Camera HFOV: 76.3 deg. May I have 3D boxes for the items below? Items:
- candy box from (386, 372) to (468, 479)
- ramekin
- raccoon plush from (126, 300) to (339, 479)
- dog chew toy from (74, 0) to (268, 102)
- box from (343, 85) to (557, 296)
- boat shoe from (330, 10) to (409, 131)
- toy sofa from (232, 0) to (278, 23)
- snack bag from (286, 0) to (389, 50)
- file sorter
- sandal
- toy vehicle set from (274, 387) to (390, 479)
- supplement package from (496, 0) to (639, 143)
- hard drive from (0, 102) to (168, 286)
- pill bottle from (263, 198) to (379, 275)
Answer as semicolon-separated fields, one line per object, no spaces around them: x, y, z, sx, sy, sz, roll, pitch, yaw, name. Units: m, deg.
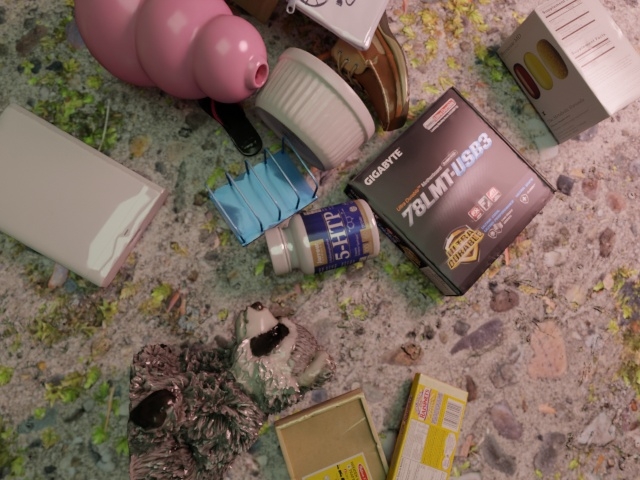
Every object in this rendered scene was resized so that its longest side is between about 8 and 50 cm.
0.190;0.353;0.722;0.105;0.027;0.205;24;72;-8;candy box
-0.018;-0.215;0.711;0.207;0.207;0.109;40;89;0;ramekin
-0.141;0.320;0.672;0.299;0.216;0.446;-1;112;-20;raccoon plush
-0.232;-0.333;0.673;0.332;0.206;0.206;28;80;15;dog chew toy
0.249;-0.095;0.788;0.295;0.073;0.293;-43;89;-11;box
0.081;-0.358;0.789;0.120;0.122;0.324;-13;76;-3;boat shoe
-0.084;-0.626;0.760;0.177;0.150;0.362;29;79;-21;toy sofa
0.005;-0.531;0.689;0.343;0.037;0.323;29;79;-16;snack bag
-0.102;-0.088;0.730;0.170;0.104;0.118;-34;88;-10;file sorter
-0.173;-0.242;0.774;0.067;0.040;0.179;-38;88;-10;sandal
0.038;0.419;0.710;0.166;0.035;0.266;-17;85;-8;toy vehicle set
0.502;-0.347;0.815;0.134;0.139;0.244;-32;86;-10;supplement package
-0.461;-0.081;0.722;0.308;0.040;0.203;30;80;-2;hard drive
0.000;0.000;0.725;0.187;0.112;0.112;-15;84;-8;pill bottle
